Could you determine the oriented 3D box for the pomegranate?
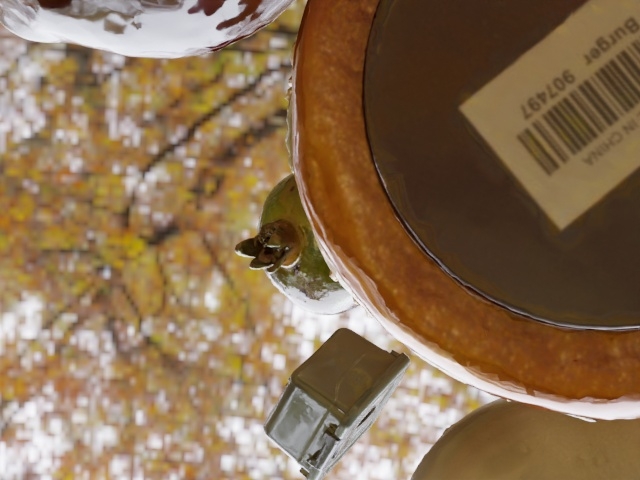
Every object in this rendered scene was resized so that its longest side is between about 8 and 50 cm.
[{"bbox_3d":[0.008,0.000,2.245,0.198,0.198,0.246,15,-170,11],"label":"pomegranate"}]

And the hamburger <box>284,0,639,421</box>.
[{"bbox_3d":[0.138,-0.070,0.952,0.330,0.330,0.250,8,175,1],"label":"hamburger"}]

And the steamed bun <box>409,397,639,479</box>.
[{"bbox_3d":[0.234,0.308,1.763,0.324,0.324,0.206,-1,-159,-11],"label":"steamed bun"}]

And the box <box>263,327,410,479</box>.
[{"bbox_3d":[0.013,0.177,2.002,0.093,0.124,0.172,36,-147,10],"label":"box"}]

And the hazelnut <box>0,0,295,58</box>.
[{"bbox_3d":[-0.152,-0.351,1.470,0.421,0.421,0.353,6,172,-1],"label":"hazelnut"}]
